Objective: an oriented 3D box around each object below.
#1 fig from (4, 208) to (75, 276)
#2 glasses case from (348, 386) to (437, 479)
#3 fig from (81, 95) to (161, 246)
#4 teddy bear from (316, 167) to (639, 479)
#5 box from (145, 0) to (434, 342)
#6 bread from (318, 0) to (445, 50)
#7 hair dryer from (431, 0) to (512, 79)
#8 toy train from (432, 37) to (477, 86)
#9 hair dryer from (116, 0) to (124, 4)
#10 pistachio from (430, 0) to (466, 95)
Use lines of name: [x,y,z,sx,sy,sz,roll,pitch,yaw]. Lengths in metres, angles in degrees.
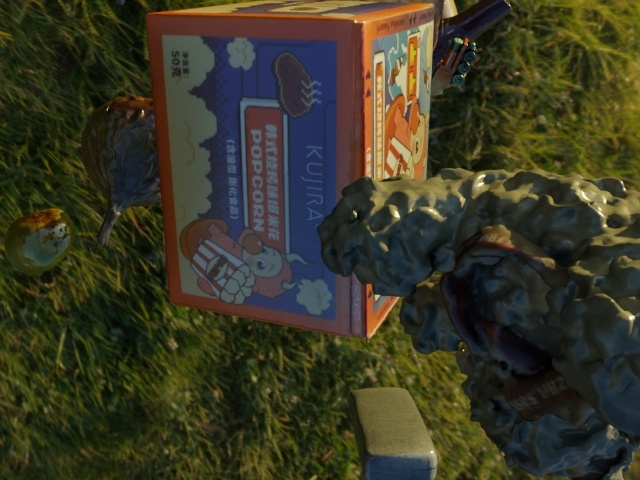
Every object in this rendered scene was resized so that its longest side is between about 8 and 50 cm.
fig: [-0.586,-0.001,1.522,0.153,0.136,0.120,-32,114,15]
glasses case: [0.128,0.358,1.368,0.131,0.323,0.074,1,99,-3]
fig: [-0.445,-0.145,1.738,0.286,0.286,0.368,26,60,-36]
teddy bear: [0.199,0.112,0.647,0.225,0.357,0.367,-34,125,-27]
box: [-0.011,-0.113,0.907,0.318,0.257,0.348,-42,136,-62]
bread: [0.089,-0.377,1.089,0.205,0.162,0.261,3,97,6]
hair dryer: [0.229,-0.534,1.677,0.313,0.123,0.340,-35,129,29]
toy train: [0.275,-0.363,1.480,0.064,0.044,0.103,22,131,-2]
hair dryer: [-0.440,-0.551,1.610,0.063,0.114,0.037,-37,87,-14]
pistachio: [0.292,-0.611,2.181,0.281,0.365,0.445,-41,148,7]
